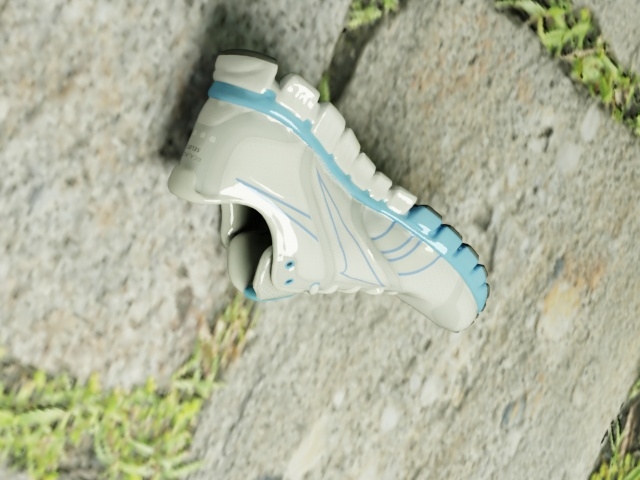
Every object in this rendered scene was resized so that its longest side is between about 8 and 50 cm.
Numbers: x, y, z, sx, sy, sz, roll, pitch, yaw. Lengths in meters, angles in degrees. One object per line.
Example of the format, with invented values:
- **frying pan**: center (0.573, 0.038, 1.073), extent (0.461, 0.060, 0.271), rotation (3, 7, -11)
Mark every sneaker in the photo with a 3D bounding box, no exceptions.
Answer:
- **sneaker**: center (0.000, 0.000, 0.740), extent (0.190, 0.071, 0.083), rotation (40, 76, -35)
